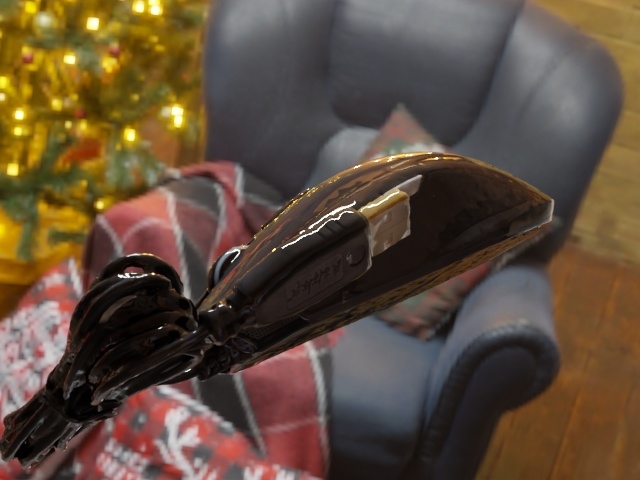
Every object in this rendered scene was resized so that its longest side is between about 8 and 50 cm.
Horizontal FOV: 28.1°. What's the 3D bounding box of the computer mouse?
[{"bbox_3d":[0.000,0.000,0.492,0.262,0.184,0.060,-22,81,-28],"label":"computer mouse"}]
